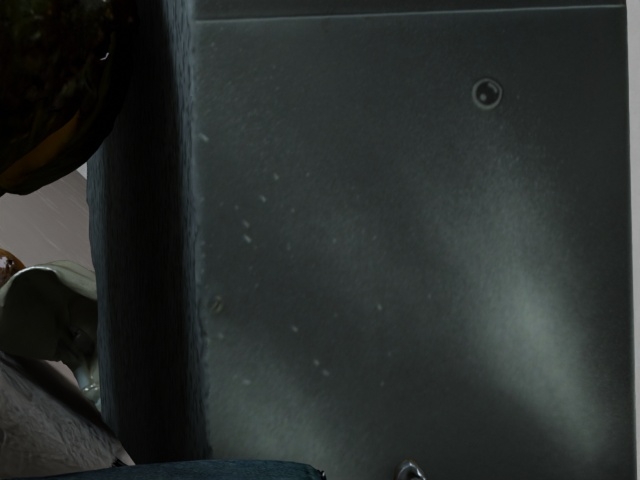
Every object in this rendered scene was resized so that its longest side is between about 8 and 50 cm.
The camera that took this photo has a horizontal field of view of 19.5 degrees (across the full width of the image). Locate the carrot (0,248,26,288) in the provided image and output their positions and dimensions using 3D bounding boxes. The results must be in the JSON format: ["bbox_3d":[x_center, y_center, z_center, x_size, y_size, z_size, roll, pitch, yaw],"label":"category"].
[{"bbox_3d":[-0.247,0.051,1.521,0.055,0.055,0.161,40,-5,29],"label":"carrot"}]

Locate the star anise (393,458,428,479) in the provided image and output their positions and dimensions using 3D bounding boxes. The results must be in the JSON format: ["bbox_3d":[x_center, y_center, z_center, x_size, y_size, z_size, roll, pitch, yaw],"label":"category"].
[{"bbox_3d":[0.094,0.229,0.867,0.288,0.288,0.088,40,-36,23],"label":"star anise"}]

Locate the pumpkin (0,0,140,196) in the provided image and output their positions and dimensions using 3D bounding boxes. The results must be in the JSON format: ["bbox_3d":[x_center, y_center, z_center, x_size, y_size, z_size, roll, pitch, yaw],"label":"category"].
[{"bbox_3d":[-0.252,-0.098,1.003,0.320,0.320,0.192,30,44,-87],"label":"pumpkin"}]

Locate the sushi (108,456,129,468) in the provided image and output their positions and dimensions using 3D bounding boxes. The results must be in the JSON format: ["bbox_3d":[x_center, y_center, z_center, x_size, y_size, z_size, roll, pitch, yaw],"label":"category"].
[{"bbox_3d":[-0.063,0.210,1.123,0.192,0.043,0.279,36,-6,-1],"label":"sushi"}]

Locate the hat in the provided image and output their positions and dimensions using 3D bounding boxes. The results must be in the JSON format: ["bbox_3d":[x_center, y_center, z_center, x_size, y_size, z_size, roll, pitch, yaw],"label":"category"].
[{"bbox_3d":[-0.172,0.072,1.435,0.166,0.144,0.173,38,18,-5],"label":"hat"}]

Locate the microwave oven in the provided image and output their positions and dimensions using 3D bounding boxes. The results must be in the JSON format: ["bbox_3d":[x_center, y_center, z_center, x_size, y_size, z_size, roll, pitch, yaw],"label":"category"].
[{"bbox_3d":[0.000,0.000,1.143,0.236,0.374,0.432,-5,6,-14],"label":"microwave oven"}]

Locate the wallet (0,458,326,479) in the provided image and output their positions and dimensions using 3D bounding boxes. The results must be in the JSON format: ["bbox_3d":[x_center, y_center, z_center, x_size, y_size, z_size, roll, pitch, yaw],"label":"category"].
[{"bbox_3d":[-0.065,0.155,0.726,0.191,0.046,0.379,0,9,-9],"label":"wallet"}]
